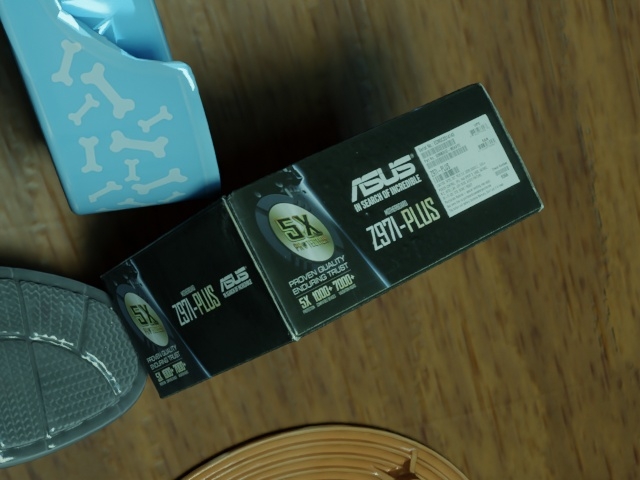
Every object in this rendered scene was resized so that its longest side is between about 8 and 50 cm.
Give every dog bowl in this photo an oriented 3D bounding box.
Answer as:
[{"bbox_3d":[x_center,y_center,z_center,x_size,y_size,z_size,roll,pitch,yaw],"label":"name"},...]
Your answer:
[{"bbox_3d":[-0.128,-0.144,0.749,0.074,0.166,0.297,-20,116,-8],"label":"dog bowl"}]

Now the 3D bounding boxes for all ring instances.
[{"bbox_3d":[-0.015,0.279,1.028,0.336,0.032,0.337,-9,111,-25],"label":"ring"}]

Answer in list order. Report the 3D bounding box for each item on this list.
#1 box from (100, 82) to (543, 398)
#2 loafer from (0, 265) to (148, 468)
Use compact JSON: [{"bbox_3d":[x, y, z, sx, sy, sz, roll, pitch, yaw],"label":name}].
[{"bbox_3d":[0.000,0.000,0.839,0.180,0.147,0.077,-26,89,-34],"label":"box"},{"bbox_3d":[-0.241,0.081,0.817,0.302,0.095,0.109,-10,81,-30],"label":"loafer"}]
